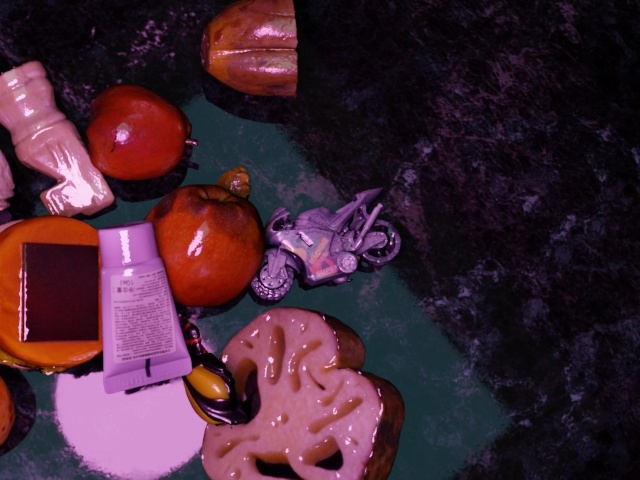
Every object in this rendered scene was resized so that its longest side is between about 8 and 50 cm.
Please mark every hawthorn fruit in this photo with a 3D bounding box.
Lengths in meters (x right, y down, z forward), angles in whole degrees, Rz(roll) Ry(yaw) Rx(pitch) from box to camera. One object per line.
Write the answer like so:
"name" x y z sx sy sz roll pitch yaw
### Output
"hawthorn fruit" -0.327 -0.192 1.670 0.202 0.185 0.185 7 79 -10

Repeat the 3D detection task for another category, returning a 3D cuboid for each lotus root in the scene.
"lotus root" -0.047 0.314 1.587 0.375 0.111 0.390 -31 65 13
"lotus root" -0.134 -0.371 1.714 0.180 0.199 0.188 -4 74 -13

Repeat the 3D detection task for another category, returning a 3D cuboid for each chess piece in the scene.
"chess piece" -0.503 -0.176 1.684 0.137 0.137 0.300 -32 97 -12

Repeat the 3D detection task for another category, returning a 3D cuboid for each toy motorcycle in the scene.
"toy motorcycle" 0.000 0.000 1.717 0.307 0.108 0.173 -18 78 -12

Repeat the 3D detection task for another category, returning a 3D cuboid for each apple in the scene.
"apple" -0.209 0.002 1.618 0.230 0.230 0.229 1 80 -7

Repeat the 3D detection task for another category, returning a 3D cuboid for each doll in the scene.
"doll" -0.211 0.237 1.599 0.088 0.127 0.248 -32 59 -10

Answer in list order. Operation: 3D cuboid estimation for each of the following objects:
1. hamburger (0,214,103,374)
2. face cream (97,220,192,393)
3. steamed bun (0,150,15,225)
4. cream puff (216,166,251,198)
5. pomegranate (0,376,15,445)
"hamburger" -0.479 0.094 1.547 0.291 0.225 0.290 8 77 -40
"face cream" -0.302 0.107 1.497 0.154 0.096 0.273 -11 98 -30
"steamed bun" -0.666 -0.061 1.569 0.320 0.275 0.206 -36 100 23
"cream puff" -0.167 -0.099 1.738 0.058 0.083 0.083 23 60 -44
"pomegranate" -0.636 0.284 1.526 0.216 0.215 0.215 1 80 -7
